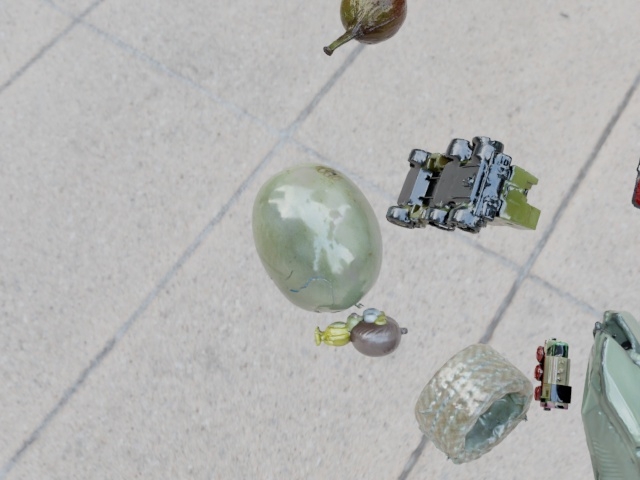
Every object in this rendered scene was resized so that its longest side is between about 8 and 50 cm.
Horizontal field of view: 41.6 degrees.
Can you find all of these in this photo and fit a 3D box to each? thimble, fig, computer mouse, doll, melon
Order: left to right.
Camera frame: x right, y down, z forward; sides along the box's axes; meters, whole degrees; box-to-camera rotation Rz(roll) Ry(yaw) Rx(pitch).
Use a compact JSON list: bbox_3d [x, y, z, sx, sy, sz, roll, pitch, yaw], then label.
[{"bbox_3d":[0.000,0.000,1.770,0.268,0.268,0.330,-27,85,-17],"label":"melon"},{"bbox_3d":[0.084,0.192,1.747,0.188,0.145,0.096,-3,96,-23],"label":"doll"},{"bbox_3d":[0.108,-0.569,2.236,0.190,0.190,0.290,29,79,12],"label":"fig"},{"bbox_3d":[0.319,0.337,1.744,0.229,0.196,0.148,-34,45,-16],"label":"thimble"},{"bbox_3d":[0.568,0.324,1.517,0.145,0.429,0.228,2,32,33],"label":"computer mouse"}]

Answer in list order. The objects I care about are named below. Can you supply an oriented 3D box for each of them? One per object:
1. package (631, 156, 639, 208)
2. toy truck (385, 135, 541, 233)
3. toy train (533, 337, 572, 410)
[{"bbox_3d":[0.737,-0.158,1.679,0.194,0.269,0.071,25,34,33],"label":"package"},{"bbox_3d":[0.202,-0.067,1.221,0.127,0.257,0.127,20,84,-24],"label":"toy truck"},{"bbox_3d":[0.433,0.247,1.564,0.050,0.087,0.138,8,79,-6],"label":"toy train"}]
